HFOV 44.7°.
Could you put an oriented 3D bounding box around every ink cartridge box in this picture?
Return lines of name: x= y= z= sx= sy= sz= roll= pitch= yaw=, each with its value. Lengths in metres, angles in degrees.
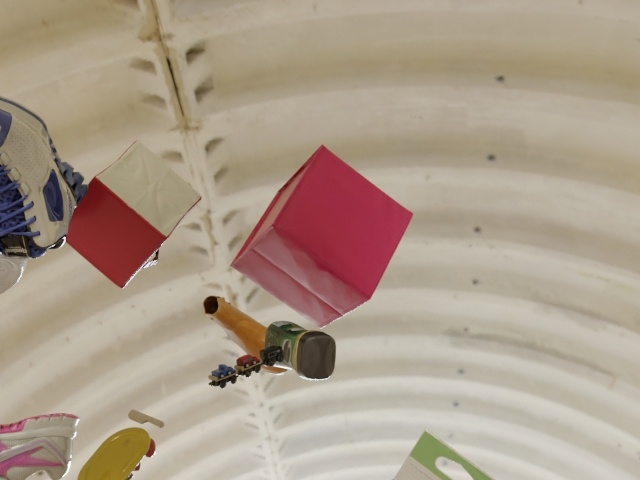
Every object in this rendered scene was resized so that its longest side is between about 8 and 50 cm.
ink cartridge box: x=0.197 y=0.473 z=1.377 sx=0.235 sy=0.171 sz=0.056 roll=-59 pitch=-19 yaw=7

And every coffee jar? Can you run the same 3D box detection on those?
coffee jar: x=-0.040 y=0.218 z=1.549 sx=0.079 sy=0.184 sz=0.096 roll=3 pitch=-88 yaw=-29

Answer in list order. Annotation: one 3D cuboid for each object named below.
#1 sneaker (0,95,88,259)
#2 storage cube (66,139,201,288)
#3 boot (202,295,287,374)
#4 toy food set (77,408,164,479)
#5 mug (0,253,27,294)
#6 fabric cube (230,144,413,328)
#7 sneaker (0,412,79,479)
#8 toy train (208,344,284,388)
sneaker: x=-0.471 y=-0.074 z=1.211 sx=0.127 sy=0.182 sz=0.315 roll=-8 pitch=-29 yaw=12
storage cube: x=-0.398 y=-0.055 z=1.630 sx=0.215 sy=0.184 sz=0.193 roll=42 pitch=-55 yaw=-8
boot: x=-0.211 y=0.255 z=2.147 sx=0.211 sy=0.295 sz=0.104 roll=42 pitch=-100 yaw=-33
toy food set: x=-0.412 y=0.470 z=1.649 sx=0.128 sy=0.218 sz=0.071 roll=3 pitch=-53 yaw=33
mug: x=-0.729 y=-0.055 z=1.441 sx=0.374 sy=0.328 sz=0.276 roll=1 pitch=-37 yaw=-51
fabric cube: x=0.000 y=0.000 z=1.723 sx=0.258 sy=0.254 sz=0.259 roll=35 pitch=-33 yaw=-10
sneaker: x=-0.483 y=0.324 z=1.145 sx=0.252 sy=0.111 sz=0.103 roll=-4 pitch=-9 yaw=-17
toy train: x=-0.125 y=0.212 z=1.322 sx=0.158 sy=0.027 sz=0.036 roll=-18 pitch=-74 yaw=-41
